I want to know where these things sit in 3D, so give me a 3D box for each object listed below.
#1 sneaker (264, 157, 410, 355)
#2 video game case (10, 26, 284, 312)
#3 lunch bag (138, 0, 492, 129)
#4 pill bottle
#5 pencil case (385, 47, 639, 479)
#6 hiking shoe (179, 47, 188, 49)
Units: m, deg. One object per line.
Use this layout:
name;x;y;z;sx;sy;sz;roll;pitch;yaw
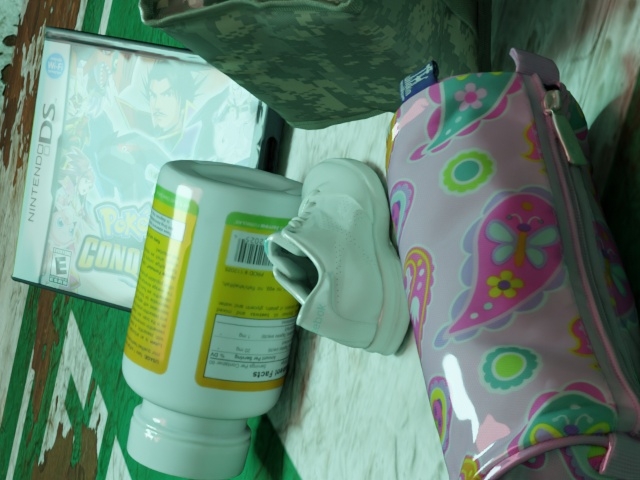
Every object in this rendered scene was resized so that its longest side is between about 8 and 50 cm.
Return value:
sneaker;0.000;0.000;1.344;0.212;0.094;0.080;-110;32;-55
video game case;-0.162;-0.057;1.687;0.275;0.035;0.248;13;97;33
lunch bag;0.013;-0.238;1.159;0.235;0.169;0.287;31;-121;-64
pill bottle;-0.088;0.066;1.509;0.136;0.136;0.245;-140;60;-69
pencil case;0.109;0.029;0.972;0.124;0.124;0.284;117;155;-43
hiking shoe;-0.138;-0.115;1.743;0.113;0.132;0.304;-105;29;-50
